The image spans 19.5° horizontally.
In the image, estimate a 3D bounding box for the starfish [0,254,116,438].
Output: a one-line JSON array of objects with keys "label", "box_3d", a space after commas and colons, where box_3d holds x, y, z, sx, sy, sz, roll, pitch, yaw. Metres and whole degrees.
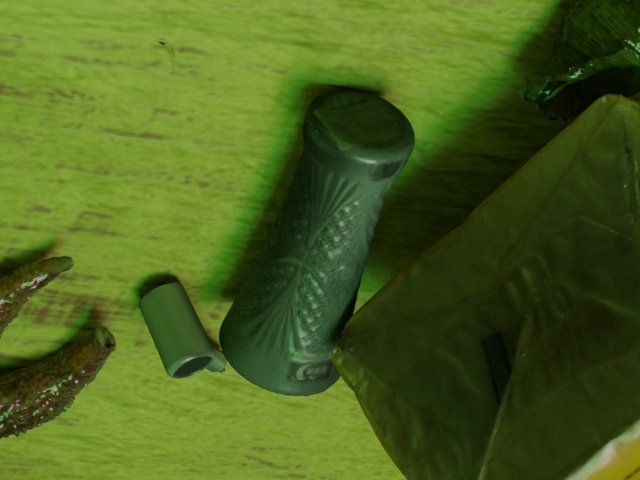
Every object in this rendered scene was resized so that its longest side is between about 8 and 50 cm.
[{"label": "starfish", "box_3d": [-0.303, 0.119, 1.322, 0.302, 0.060, 0.299, 2, 137, -24]}]

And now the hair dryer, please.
[{"label": "hair dryer", "box_3d": [-0.092, 0.075, 1.377, 0.038, 0.063, 0.124, -28, 159, 7]}]

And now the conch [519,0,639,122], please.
[{"label": "conch", "box_3d": [0.192, -0.121, 1.248, 0.121, 0.074, 0.089, -39, 111, 21]}]

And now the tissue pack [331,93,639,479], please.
[{"label": "tissue pack", "box_3d": [0.242, 0.093, 1.353, 0.293, 0.228, 0.382, -42, 148, 20]}]

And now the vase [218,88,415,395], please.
[{"label": "vase", "box_3d": [0.000, 0.000, 1.295, 0.096, 0.096, 0.219, 0, 133, -23]}]
